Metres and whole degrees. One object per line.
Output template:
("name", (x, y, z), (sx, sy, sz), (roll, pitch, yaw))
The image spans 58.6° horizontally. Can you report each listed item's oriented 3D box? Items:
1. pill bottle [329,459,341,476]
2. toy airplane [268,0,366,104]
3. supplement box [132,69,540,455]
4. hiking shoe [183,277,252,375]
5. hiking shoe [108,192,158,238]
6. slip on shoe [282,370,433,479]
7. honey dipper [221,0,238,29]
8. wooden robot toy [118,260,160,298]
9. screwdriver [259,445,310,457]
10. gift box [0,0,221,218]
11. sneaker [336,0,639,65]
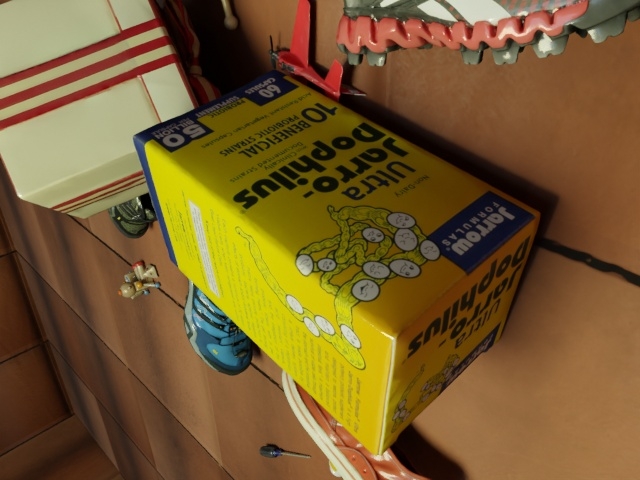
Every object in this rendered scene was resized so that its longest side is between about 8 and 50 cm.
("pill bottle", (0.039, 0.352, 0.925), (0.043, 0.043, 0.083), (43, 140, 25))
("toy airplane", (-0.012, -0.188, 0.649), (0.151, 0.028, 0.151), (32, 136, 36))
("supplement box", (0.000, 0.000, 0.594), (0.357, 0.194, 0.195), (36, 146, 31))
("hiking shoe", (-0.161, 0.110, 0.955), (0.132, 0.113, 0.303), (18, 126, 46))
("hiking shoe", (-0.343, -0.064, 1.093), (0.114, 0.086, 0.226), (50, 142, 22))
("slip on shoe", (0.055, 0.280, 0.822), (0.331, 0.101, 0.123), (40, 175, 45))
("honey dipper", (-0.128, -0.340, 0.696), (0.031, 0.031, 0.160), (13, 125, 47))
("wooden robot toy", (-0.437, 0.100, 1.323), (0.173, 0.079, 0.076), (-26, 91, 54))
("screwdriver", (-0.068, 0.424, 1.131), (0.170, 0.024, 0.025), (-14, 131, 47))
("gift box", (-0.270, -0.193, 0.763), (0.276, 0.258, 0.254), (-168, 55, -85))
("sneaker", (0.111, -0.205, 0.424), (0.276, 0.098, 0.135), (18, 128, 46))
